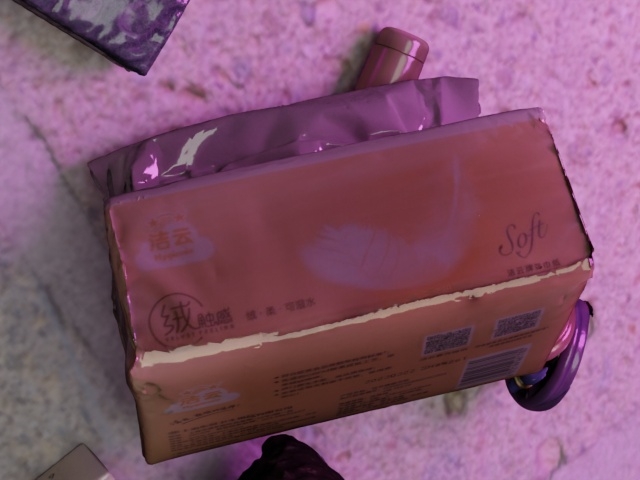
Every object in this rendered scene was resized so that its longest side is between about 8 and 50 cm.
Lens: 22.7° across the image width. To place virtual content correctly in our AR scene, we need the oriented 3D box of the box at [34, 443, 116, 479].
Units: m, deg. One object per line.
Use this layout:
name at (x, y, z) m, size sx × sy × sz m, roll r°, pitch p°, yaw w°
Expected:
box at (-0.164, 0.303, 1.204) m, size 0.164 × 0.069 × 0.256 m, roll -38°, pitch 115°, yaw -11°

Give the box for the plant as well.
plant at (-0.021, 0.225, 1.191) m, size 0.132 × 0.194 × 0.129 m, roll 45°, pitch 80°, yaw 0°

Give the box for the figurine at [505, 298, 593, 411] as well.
figurine at (0.145, 0.052, 1.259) m, size 0.157 × 0.126 × 0.114 m, roll 38°, pitch 128°, yaw -18°

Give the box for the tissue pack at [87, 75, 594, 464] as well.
tissue pack at (0.000, 0.000, 1.109) m, size 0.306 × 0.238 × 0.238 m, roll -13°, pitch 108°, yaw -8°

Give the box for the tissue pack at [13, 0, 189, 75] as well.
tissue pack at (-0.160, -0.200, 1.091) m, size 0.156 × 0.051 × 0.112 m, roll 31°, pitch 86°, yaw -27°

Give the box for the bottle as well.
bottle at (0.048, -0.112, 1.210) m, size 0.045 × 0.045 × 0.096 m, roll 23°, pitch 91°, yaw -27°
